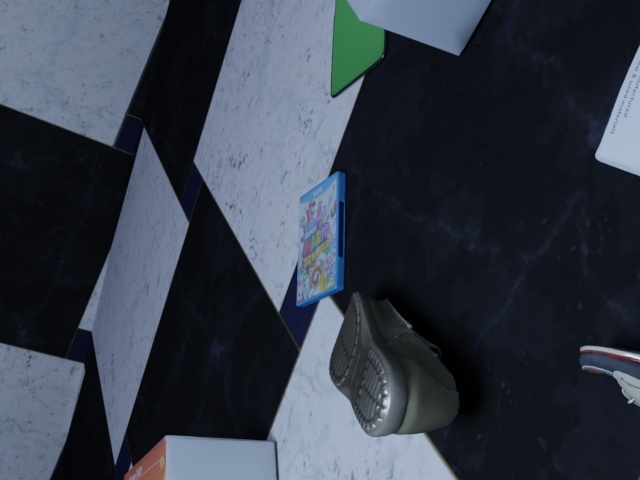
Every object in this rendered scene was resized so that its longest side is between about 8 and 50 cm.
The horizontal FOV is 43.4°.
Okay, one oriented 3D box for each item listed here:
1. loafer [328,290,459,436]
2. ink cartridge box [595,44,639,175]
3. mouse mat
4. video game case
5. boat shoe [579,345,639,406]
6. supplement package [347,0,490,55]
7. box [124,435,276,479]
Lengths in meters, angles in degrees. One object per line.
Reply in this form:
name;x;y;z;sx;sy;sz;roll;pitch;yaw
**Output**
loafer;0.073;0.133;0.845;0.268;0.092;0.102;-110;38;-72
ink cartridge box;0.279;-0.039;0.403;0.218;0.159;0.092;44;119;60
mouse mat;0.054;-0.311;1.140;0.152;0.007;0.189;-25;57;59
video game case;0.000;0.000;1.121;0.119;0.015;0.166;-30;54;58
boat shoe;0.237;0.101;0.568;0.137;0.049;0.043;5;88;59
supplement package;0.094;-0.339;0.916;0.134;0.139;0.244;-61;31;30
box;-0.169;0.471;1.112;0.215;0.168;0.345;-47;40;48
